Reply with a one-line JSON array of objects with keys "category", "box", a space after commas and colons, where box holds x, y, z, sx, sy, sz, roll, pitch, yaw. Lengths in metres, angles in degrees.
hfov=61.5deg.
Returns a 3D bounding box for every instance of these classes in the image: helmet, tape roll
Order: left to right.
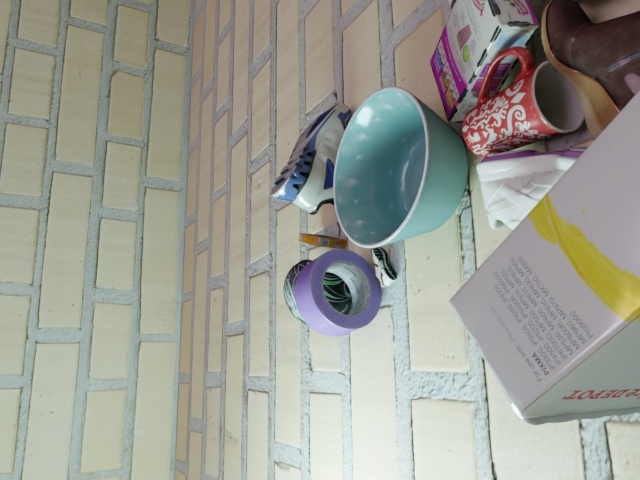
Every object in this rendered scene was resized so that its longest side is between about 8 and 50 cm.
[{"category": "helmet", "box": [-0.011, 0.132, 1.348, 0.169, 0.162, 0.169, -19, 68, 59]}, {"category": "tape roll", "box": [0.040, 0.119, 1.230, 0.080, 0.189, 0.188, -36, 54, 53]}]

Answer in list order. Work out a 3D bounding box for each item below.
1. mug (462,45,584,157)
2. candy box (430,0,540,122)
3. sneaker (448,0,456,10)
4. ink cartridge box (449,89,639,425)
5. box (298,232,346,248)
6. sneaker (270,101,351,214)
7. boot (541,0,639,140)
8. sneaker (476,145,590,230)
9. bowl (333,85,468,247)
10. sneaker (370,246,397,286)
[{"category": "mug", "box": [0.320, -0.220, 0.876, 0.169, 0.113, 0.150, 159, 109, -63]}, {"category": "candy box", "box": [0.276, -0.341, 0.943, 0.233, 0.071, 0.159, 106, 158, -63]}, {"category": "sneaker", "box": [0.292, -0.526, 1.043, 0.152, 0.054, 0.061, -53, 38, 44]}, {"category": "ink cartridge box", "box": [0.364, 0.008, 0.543, 0.384, 0.279, 0.160, -57, 40, 32]}, {"category": "box", "box": [0.000, 0.000, 1.439, 0.136, 0.081, 0.028, 9, 93, 62]}, {"category": "sneaker", "box": [0.013, -0.190, 1.415, 0.127, 0.182, 0.315, -13, 44, 58]}, {"category": "boot", "box": [0.412, -0.273, 0.709, 0.207, 0.090, 0.248, 132, 126, -63]}, {"category": "sneaker", "box": [0.361, -0.063, 0.797, 0.305, 0.114, 0.152, -167, 71, -65]}, {"category": "bowl", "box": [0.172, -0.132, 1.068, 0.312, 0.163, 0.311, -21, 66, 59]}, {"category": "sneaker", "box": [0.136, 0.059, 1.224, 0.043, 0.040, 0.109, -59, 37, 40]}]
